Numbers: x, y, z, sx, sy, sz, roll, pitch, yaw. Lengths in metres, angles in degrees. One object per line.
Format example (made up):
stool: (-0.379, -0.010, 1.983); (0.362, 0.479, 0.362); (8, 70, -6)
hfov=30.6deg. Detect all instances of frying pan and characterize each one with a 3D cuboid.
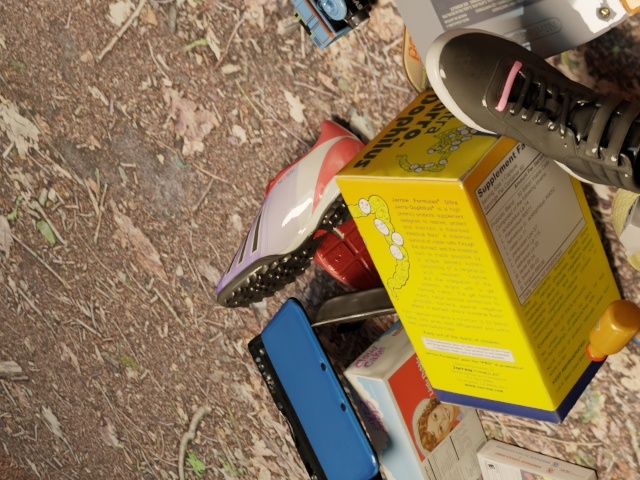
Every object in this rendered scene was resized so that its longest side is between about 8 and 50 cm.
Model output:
frying pan: (0.093, 0.099, 1.736); (0.197, 0.326, 0.053); (-11, 85, 9)

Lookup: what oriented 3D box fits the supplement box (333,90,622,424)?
supplement box: (0.203, 0.016, 1.413); (0.195, 0.194, 0.356); (5, 130, 45)

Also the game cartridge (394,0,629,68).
game cartridge: (0.209, -0.289, 1.251); (0.297, 0.062, 0.198); (-12, 116, 42)

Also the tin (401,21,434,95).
tin: (0.150, -0.247, 1.405); (0.106, 0.040, 0.190); (27, 138, 25)

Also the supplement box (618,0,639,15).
supplement box: (0.366, -0.292, 1.044); (0.233, 0.078, 0.080); (-27, 101, 43)

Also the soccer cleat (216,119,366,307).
soccer cleat: (-0.047, -0.031, 1.673); (0.318, 0.108, 0.116); (-46, 64, 21)

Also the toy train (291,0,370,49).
toy train: (-0.008, -0.334, 1.472); (0.184, 0.080, 0.105); (53, 151, -3)

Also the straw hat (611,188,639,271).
straw hat: (0.382, 0.004, 1.345); (0.144, 0.061, 0.144); (30, 141, 28)

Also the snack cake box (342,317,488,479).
snack cake box: (0.151, 0.268, 1.765); (0.089, 0.152, 0.264); (3, 123, 47)

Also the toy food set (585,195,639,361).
toy food set: (0.369, 0.030, 1.268); (0.111, 0.232, 0.104); (22, 154, 4)

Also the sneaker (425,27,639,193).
sneaker: (0.252, -0.136, 1.204); (0.295, 0.104, 0.147); (26, 176, -29)

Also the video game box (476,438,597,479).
video game box: (0.342, 0.411, 1.769); (0.187, 0.048, 0.205); (13, 131, 44)

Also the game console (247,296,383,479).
game console: (0.027, 0.245, 1.824); (0.173, 0.250, 0.293); (-35, 72, 26)

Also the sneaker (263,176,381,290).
sneaker: (0.000, 0.000, 1.784); (0.221, 0.087, 0.128); (48, 162, 6)
